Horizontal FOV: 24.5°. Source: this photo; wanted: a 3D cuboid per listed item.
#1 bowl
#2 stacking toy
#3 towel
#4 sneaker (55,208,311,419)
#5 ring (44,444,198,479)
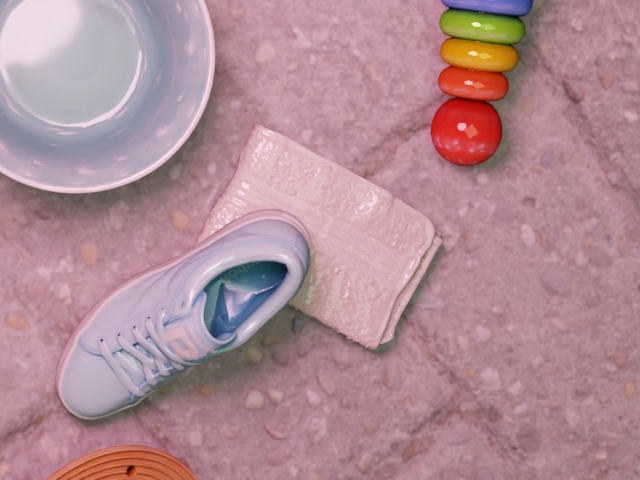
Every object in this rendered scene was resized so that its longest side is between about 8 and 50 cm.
[{"bbox_3d":[-0.286,-0.215,1.687,0.311,0.163,0.312,-2,97,-13],"label":"bowl"},{"bbox_3d":[0.198,-0.254,1.810,0.141,0.141,0.330,6,99,-13],"label":"stacking toy"},{"bbox_3d":[0.000,0.000,1.833,0.282,0.049,0.187,28,89,-14],"label":"towel"},{"bbox_3d":[-0.170,0.096,1.731,0.366,0.150,0.135,-39,104,7],"label":"sneaker"},{"bbox_3d":[-0.266,0.403,1.761,0.336,0.032,0.337,-15,114,-38],"label":"ring"}]
